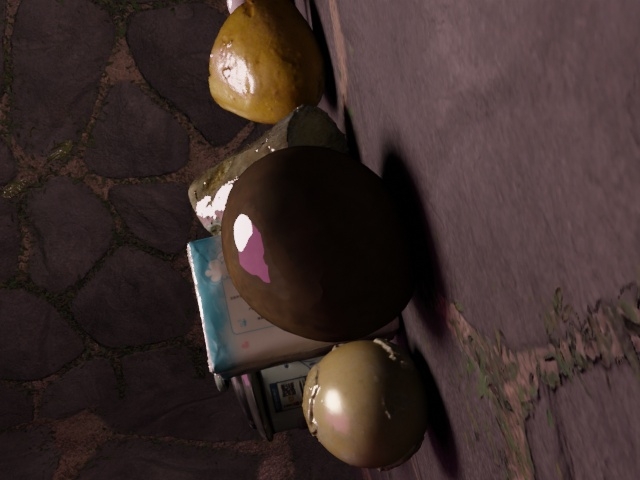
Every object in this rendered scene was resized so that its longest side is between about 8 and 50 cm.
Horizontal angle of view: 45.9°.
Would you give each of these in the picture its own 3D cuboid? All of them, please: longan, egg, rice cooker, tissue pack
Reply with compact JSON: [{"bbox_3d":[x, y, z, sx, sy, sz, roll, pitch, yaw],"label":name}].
[{"bbox_3d":[0.000,0.000,0.871,0.246,0.215,0.246,35,-144,-31],"label":"longan"},{"bbox_3d":[0.058,0.209,0.969,0.201,0.164,0.164,-150,47,-77],"label":"egg"},{"bbox_3d":[-0.043,0.207,1.345,0.316,0.316,0.264,90,167,-69],"label":"rice cooker"},{"bbox_3d":[-0.040,0.073,1.085,0.124,0.271,0.201,96,160,-78],"label":"tissue pack"}]

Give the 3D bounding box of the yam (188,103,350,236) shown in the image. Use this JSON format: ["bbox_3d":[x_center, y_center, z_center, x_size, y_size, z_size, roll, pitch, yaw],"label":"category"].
[{"bbox_3d":[-0.078,-0.083,1.151,0.154,0.254,0.154,38,-142,-37],"label":"yam"}]

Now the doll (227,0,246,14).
[{"bbox_3d":[-0.088,-0.361,1.277,0.094,0.160,0.365,27,144,25],"label":"doll"}]

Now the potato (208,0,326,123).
[{"bbox_3d":[-0.062,-0.264,1.187,0.178,0.203,0.158,25,-168,-49],"label":"potato"}]
